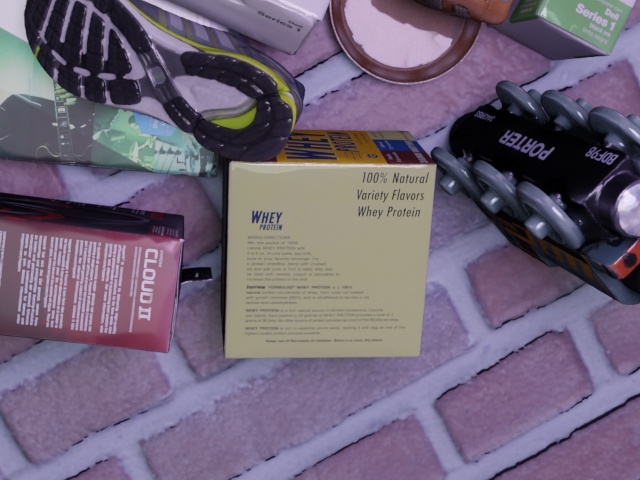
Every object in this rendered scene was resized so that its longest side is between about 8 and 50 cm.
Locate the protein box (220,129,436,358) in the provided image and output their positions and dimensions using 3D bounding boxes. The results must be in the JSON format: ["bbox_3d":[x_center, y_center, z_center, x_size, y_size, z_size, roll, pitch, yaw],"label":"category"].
[{"bbox_3d":[0.000,0.000,1.067,0.199,0.136,0.201,0,109,-8],"label":"protein box"}]

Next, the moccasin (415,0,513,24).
[{"bbox_3d":[0.196,-0.406,1.049,0.146,0.139,0.380,16,84,-12],"label":"moccasin"}]

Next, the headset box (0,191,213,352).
[{"bbox_3d":[-0.251,0.023,1.013,0.293,0.218,0.110,7,96,-7],"label":"headset box"}]

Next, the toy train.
[{"bbox_3d":[0.241,-0.043,1.024,0.142,0.334,0.190,-46,115,-2],"label":"toy train"}]

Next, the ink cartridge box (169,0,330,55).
[{"bbox_3d":[-0.057,-0.348,1.007,0.201,0.117,0.278,22,77,-10],"label":"ink cartridge box"}]

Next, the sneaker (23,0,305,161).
[{"bbox_3d":[-0.147,-0.170,1.008,0.299,0.121,0.111,30,111,7],"label":"sneaker"}]

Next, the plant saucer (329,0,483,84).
[{"bbox_3d":[0.091,-0.250,1.119,0.168,0.029,0.169,-1,98,-8],"label":"plant saucer"}]

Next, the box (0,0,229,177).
[{"bbox_3d":[-0.255,-0.193,1.066,0.321,0.058,0.232,4,96,-7],"label":"box"}]

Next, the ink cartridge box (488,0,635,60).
[{"bbox_3d":[0.275,-0.304,1.070,0.092,0.160,0.219,25,94,-11],"label":"ink cartridge box"}]
